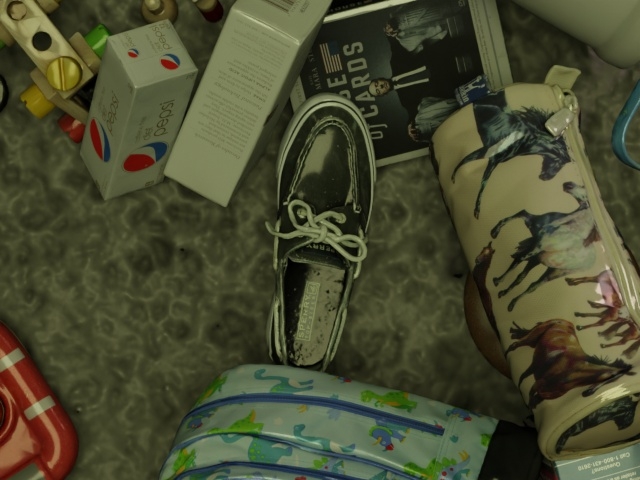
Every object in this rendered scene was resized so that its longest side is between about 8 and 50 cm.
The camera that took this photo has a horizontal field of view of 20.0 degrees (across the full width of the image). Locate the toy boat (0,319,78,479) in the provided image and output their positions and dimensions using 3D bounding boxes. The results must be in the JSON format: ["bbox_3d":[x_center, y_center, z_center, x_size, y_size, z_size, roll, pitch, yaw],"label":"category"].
[{"bbox_3d":[-0.365,0.182,1.910,0.151,0.151,0.231,-34,90,0],"label":"toy boat"}]

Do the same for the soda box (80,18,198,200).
[{"bbox_3d":[-0.191,-0.132,1.871,0.074,0.216,0.069,-20,67,-25],"label":"soda box"}]

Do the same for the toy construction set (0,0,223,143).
[{"bbox_3d":[-0.261,-0.233,1.868,0.308,0.237,0.258,-14,90,0],"label":"toy construction set"}]

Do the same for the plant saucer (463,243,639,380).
[{"bbox_3d":[0.255,0.065,1.961,0.198,0.036,0.199,0,90,1],"label":"plant saucer"}]

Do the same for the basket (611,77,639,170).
[{"bbox_3d":[0.459,-0.148,1.863,0.289,0.201,0.255,24,91,-18],"label":"basket"}]

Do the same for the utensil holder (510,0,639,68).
[{"bbox_3d":[0.216,-0.400,1.807,0.385,0.327,0.328,28,90,-3],"label":"utensil holder"}]

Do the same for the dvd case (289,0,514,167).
[{"bbox_3d":[0.084,-0.174,1.942,0.238,0.029,0.179,-14,108,0],"label":"dvd case"}]

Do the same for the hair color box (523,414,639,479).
[{"bbox_3d":[0.315,0.345,1.890,0.105,0.174,0.347,-16,89,-1],"label":"hair color box"}]

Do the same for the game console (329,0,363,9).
[{"bbox_3d":[0.047,-0.233,1.977,0.122,0.071,0.107,-11,120,1],"label":"game console"}]

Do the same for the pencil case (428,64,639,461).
[{"bbox_3d":[0.239,0.024,1.801,0.159,0.183,0.410,5,50,-31],"label":"pencil case"}]

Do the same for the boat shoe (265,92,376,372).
[{"bbox_3d":[-0.004,0.000,1.909,0.113,0.105,0.306,12,98,-7],"label":"boat shoe"}]

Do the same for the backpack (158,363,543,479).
[{"bbox_3d":[0.012,0.265,1.852,0.355,0.290,0.273,28,49,12],"label":"backpack"}]

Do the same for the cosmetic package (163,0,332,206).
[{"bbox_3d":[-0.075,-0.160,1.869,0.085,0.117,0.231,27,130,3],"label":"cosmetic package"}]
